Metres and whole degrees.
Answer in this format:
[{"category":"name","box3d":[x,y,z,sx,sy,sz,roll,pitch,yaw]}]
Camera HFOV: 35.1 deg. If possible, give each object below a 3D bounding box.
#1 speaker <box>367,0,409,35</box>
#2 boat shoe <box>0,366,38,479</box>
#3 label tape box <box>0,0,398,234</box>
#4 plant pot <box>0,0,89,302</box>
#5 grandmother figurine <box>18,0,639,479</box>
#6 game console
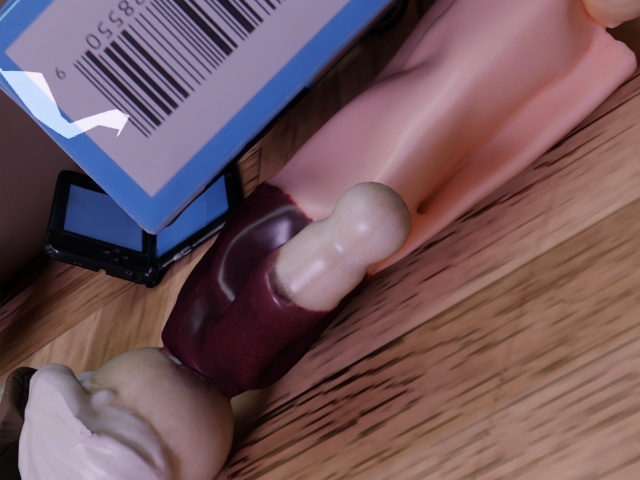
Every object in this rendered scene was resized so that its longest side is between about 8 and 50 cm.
[{"category":"speaker","box3d":[0.012,-0.181,0.721,0.055,0.055,0.136,-45,27,-3]},{"category":"boat shoe","box3d":[-0.155,0.137,0.494,0.072,0.068,0.190,-52,15,11]},{"category":"label tape box","box3d":[-0.014,-0.148,0.543,0.249,0.115,0.348,-45,5,7]},{"category":"plant pot","box3d":[-0.258,-0.124,0.790,0.280,0.323,0.323,-29,25,-10]},{"category":"grandmother figurine","box3d":[0.000,0.000,0.440,0.342,0.104,0.208,-48,-1,-2]},{"category":"game console","box3d":[-0.117,-0.030,0.669,0.122,0.107,0.071,-107,38,-62]}]
